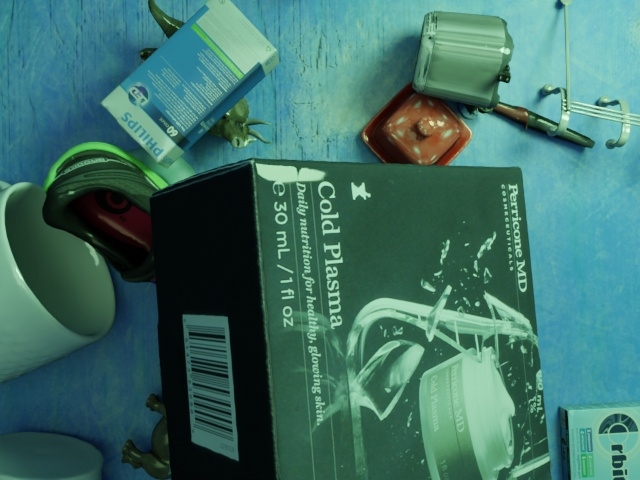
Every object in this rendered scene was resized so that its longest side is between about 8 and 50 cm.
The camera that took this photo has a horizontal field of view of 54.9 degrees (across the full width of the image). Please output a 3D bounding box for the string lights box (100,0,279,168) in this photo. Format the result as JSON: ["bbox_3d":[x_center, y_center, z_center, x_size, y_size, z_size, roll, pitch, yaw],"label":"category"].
[{"bbox_3d":[-0.206,-0.255,0.992,0.259,0.077,0.133,-43,90,0],"label":"string lights box"}]

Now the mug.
[{"bbox_3d":[-0.564,0.061,1.008,0.328,0.276,0.374,-25,61,5],"label":"mug"}]

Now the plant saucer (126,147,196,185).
[{"bbox_3d":[-0.312,-0.074,1.109,0.194,0.037,0.195,0,91,-2],"label":"plant saucer"}]

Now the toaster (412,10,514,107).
[{"bbox_3d":[0.237,-0.309,1.046,0.146,0.227,0.129,10,126,4],"label":"toaster"}]

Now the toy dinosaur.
[{"bbox_3d":[-0.218,-0.283,1.089,0.160,0.121,0.314,-21,86,-14],"label":"toy dinosaur"}]

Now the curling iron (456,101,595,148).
[{"bbox_3d":[0.372,-0.216,1.129,0.274,0.035,0.068,18,53,-6],"label":"curling iron"}]

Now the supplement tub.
[{"bbox_3d":[-0.490,0.509,1.003,0.241,0.241,0.331,11,90,-2],"label":"supplement tub"}]

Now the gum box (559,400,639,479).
[{"bbox_3d":[0.542,0.382,1.138,0.184,0.041,0.157,-3,90,-1],"label":"gum box"}]

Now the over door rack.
[{"bbox_3d":[0.539,-0.311,1.114,0.239,0.108,0.324,11,75,-2],"label":"over door rack"}]

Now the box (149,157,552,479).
[{"bbox_3d":[0.050,0.146,0.871,0.471,0.297,0.480,-4,88,-38],"label":"box"}]

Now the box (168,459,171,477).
[{"bbox_3d":[-0.077,0.434,1.064,0.242,0.076,0.307,-31,105,-2],"label":"box"}]

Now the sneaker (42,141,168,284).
[{"bbox_3d":[-0.220,0.023,0.997,0.482,0.202,0.185,24,119,-11],"label":"sneaker"}]

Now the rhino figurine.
[{"bbox_3d":[-0.258,0.310,1.095,0.106,0.073,0.243,26,88,2],"label":"rhino figurine"}]

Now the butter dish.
[{"bbox_3d":[0.178,-0.193,1.085,0.160,0.118,0.160,-45,91,-1],"label":"butter dish"}]
